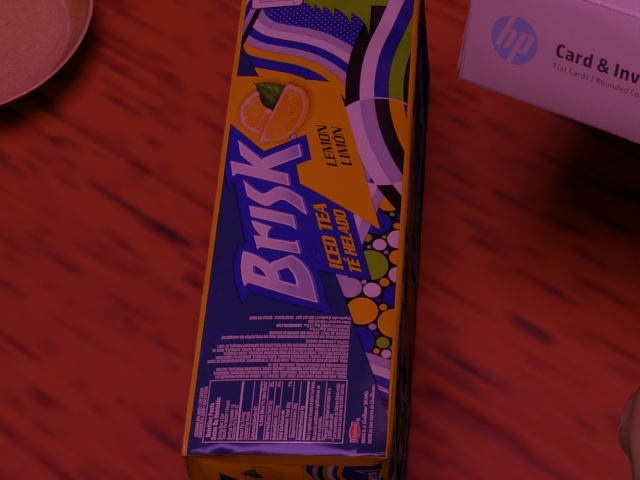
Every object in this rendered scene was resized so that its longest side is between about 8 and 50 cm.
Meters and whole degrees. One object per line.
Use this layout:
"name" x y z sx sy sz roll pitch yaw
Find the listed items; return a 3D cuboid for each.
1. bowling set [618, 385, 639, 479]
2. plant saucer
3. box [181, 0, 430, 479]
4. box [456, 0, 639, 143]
"bowling set" 0.081 0.104 0.377 0.199 0.154 0.287 10 56 14
"plant saucer" -0.114 -0.069 0.610 0.083 0.015 0.083 -4 54 5
"box" 0.000 0.000 0.519 0.054 0.059 0.169 1 55 7
"box" 0.143 -0.071 0.521 0.145 0.038 0.186 22 37 22
